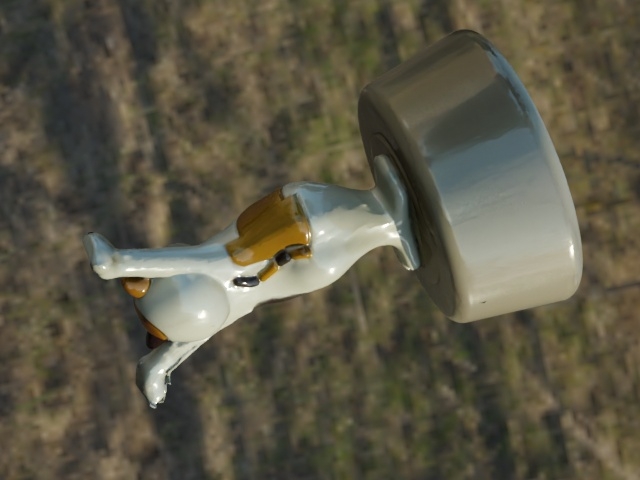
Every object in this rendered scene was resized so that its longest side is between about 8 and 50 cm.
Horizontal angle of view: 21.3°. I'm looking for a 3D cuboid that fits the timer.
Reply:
[{"bbox_3d":[0.000,0.000,1.014,0.175,0.266,0.175,158,-90,-83],"label":"timer"}]
